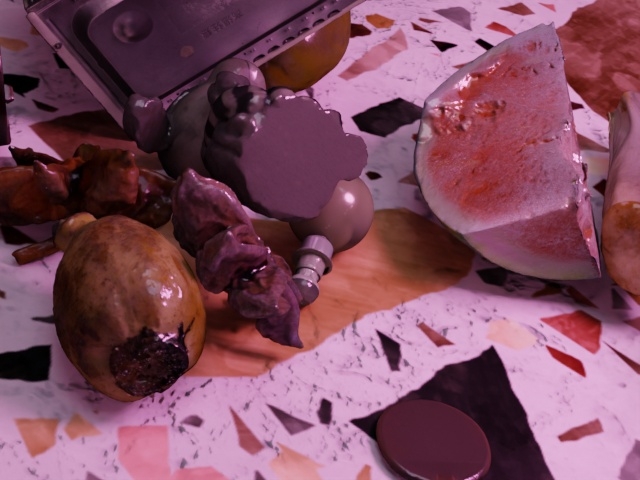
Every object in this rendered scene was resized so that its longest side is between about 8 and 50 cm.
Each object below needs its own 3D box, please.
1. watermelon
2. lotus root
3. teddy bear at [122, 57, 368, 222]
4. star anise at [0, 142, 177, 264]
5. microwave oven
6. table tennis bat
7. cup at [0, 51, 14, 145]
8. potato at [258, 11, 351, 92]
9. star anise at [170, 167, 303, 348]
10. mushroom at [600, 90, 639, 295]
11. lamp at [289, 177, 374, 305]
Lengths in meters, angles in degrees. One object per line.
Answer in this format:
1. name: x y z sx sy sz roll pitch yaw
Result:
1. watermelon: 0.224 -0.095 1.575 0.224 0.180 0.305 22 45 -21
2. lotus root: -0.178 0.048 1.297 0.138 0.138 0.214 -9 49 -28
3. teddy bear: -0.097 -0.116 1.450 0.251 0.144 0.171 21 1 39
4. star anise: -0.229 -0.049 1.429 0.212 0.111 0.196 -6 11 21
5. microwave oven: -0.131 -0.368 1.596 0.394 0.247 0.333 -31 41 9
6. table tennis bat: 0.118 0.164 1.271 0.108 0.119 0.170 3 37 -14
7. cup: -0.451 -0.166 1.449 0.280 0.196 0.196 -5 41 -14
8. potato: -0.043 -0.263 1.748 0.155 0.137 0.200 -11 34 18
9. star anise: -0.083 0.012 1.346 0.073 0.212 0.197 -36 70 -1
10. mushroom: 0.360 -0.056 1.614 0.095 0.122 0.351 -17 24 19
11. lamp: 0.000 0.000 1.475 0.091 0.091 0.163 17 52 2
